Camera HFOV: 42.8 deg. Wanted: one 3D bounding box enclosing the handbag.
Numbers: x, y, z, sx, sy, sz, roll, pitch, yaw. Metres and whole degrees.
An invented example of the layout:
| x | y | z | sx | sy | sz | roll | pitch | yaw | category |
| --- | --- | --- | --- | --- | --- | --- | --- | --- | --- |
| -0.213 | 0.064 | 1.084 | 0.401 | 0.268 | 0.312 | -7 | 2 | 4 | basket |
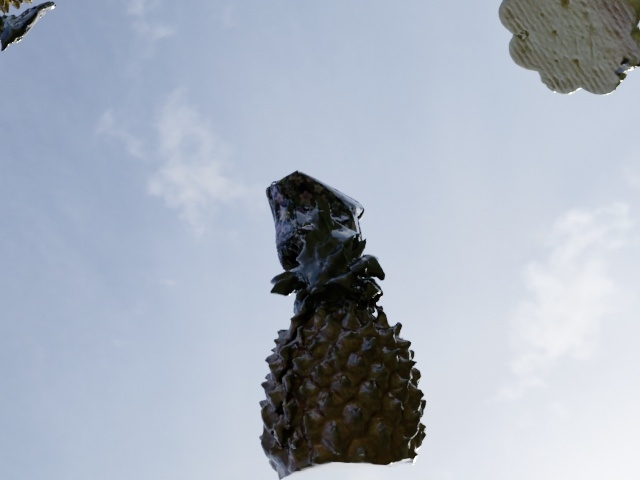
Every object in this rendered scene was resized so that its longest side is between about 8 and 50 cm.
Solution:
| x | y | z | sx | sy | sz | roll | pitch | yaw | category |
| --- | --- | --- | --- | --- | --- | --- | --- | --- | --- |
| 0.000 | 0.000 | 1.482 | 0.229 | 0.127 | 0.208 | 28 | -132 | -39 | handbag |

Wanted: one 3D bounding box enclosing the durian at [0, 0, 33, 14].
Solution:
| x | y | z | sx | sy | sz | roll | pitch | yaw | category |
| --- | --- | --- | --- | --- | --- | --- | --- | --- | --- |
| -0.400 | -0.312 | 0.906 | 0.250 | 0.183 | 0.138 | -12 | -73 | -21 | durian |

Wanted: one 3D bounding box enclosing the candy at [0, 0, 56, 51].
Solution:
| x | y | z | sx | sy | sz | roll | pitch | yaw | category |
| --- | --- | --- | --- | --- | --- | --- | --- | --- | --- |
| -0.365 | -0.198 | 0.805 | 0.051 | 0.226 | 0.094 | 57 | -150 | -54 | candy |

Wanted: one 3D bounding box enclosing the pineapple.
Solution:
| x | y | z | sx | sy | sz | roll | pitch | yaw | category |
| --- | --- | --- | --- | --- | --- | --- | --- | --- | --- |
| 0.019 | 0.127 | 1.089 | 0.223 | 0.223 | 0.357 | 4 | -107 | -37 | pineapple |

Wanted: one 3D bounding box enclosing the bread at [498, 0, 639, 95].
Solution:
| x | y | z | sx | sy | sz | roll | pitch | yaw | category |
| --- | --- | --- | --- | --- | --- | --- | --- | --- | --- |
| 0.497 | -0.415 | 1.614 | 0.054 | 0.316 | 0.316 | -47 | -58 | -26 | bread |
